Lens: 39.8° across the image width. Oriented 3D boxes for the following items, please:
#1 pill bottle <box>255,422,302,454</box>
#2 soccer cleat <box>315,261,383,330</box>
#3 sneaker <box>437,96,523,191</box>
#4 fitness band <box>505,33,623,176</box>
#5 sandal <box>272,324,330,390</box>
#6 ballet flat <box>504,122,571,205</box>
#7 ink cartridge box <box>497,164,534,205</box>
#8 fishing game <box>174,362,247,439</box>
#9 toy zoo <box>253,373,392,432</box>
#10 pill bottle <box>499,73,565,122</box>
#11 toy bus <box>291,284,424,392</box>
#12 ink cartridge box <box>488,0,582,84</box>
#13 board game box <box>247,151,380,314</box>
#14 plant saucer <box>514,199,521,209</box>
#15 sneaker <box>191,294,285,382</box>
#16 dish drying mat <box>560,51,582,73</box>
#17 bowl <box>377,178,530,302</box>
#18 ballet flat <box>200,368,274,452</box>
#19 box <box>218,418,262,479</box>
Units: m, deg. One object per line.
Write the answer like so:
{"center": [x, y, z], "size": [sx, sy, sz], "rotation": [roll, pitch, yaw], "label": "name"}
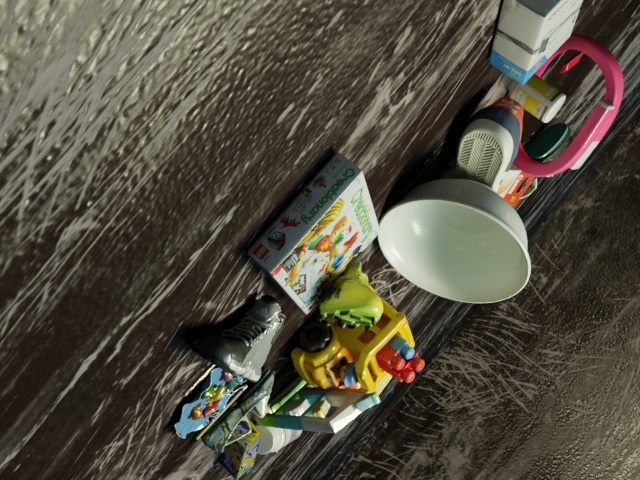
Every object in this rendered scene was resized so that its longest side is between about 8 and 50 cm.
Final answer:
{"center": [-0.101, 0.424, 1.958], "size": [0.078, 0.078, 0.137], "rotation": [-56, 162, 17], "label": "pill bottle"}
{"center": [0.049, 0.089, 1.525], "size": [0.289, 0.093, 0.121], "rotation": [154, -46, -80], "label": "soccer cleat"}
{"center": [0.315, -0.144, 1.748], "size": [0.148, 0.131, 0.350], "rotation": [-53, 173, -32], "label": "sneaker"}
{"center": [0.459, -0.259, 1.721], "size": [0.054, 0.209, 0.290], "rotation": [-12, 141, -42], "label": "fitness band"}
{"center": [-0.032, 0.250, 1.830], "size": [0.179, 0.040, 0.067], "rotation": [-47, 162, -12], "label": "sandal"}
{"center": [0.546, -0.187, 2.279], "size": [0.280, 0.095, 0.096], "rotation": [-40, 124, -13], "label": "ballet flat"}
{"center": [0.450, -0.124, 2.144], "size": [0.179, 0.045, 0.145], "rotation": [1, 133, -31], "label": "ink cartridge box"}
{"center": [-0.176, 0.268, 1.505], "size": [0.189, 0.041, 0.264], "rotation": [-45, 162, -26], "label": "fishing game"}
{"center": [0.017, 0.323, 1.822], "size": [0.293, 0.030, 0.192], "rotation": [-9, -158, 48], "label": "toy zoo"}
{"center": [0.400, -0.281, 1.677], "size": [0.065, 0.116, 0.065], "rotation": [-45, 163, -18], "label": "pill bottle"}
{"center": [0.086, 0.222, 1.728], "size": [0.220, 0.211, 0.149], "rotation": [-43, 143, -17], "label": "toy bus"}
{"center": [0.358, -0.369, 1.446], "size": [0.139, 0.082, 0.190], "rotation": [-46, 164, -15], "label": "ink cartridge box"}
{"center": [0.000, 0.000, 1.358], "size": [0.193, 0.053, 0.305], "rotation": [-48, 163, -6], "label": "board game box"}
{"center": [0.503, -0.082, 2.502], "size": [0.278, 0.041, 0.278], "rotation": [-44, 163, -17], "label": "plant saucer"}
{"center": [-0.115, 0.134, 1.333], "size": [0.132, 0.086, 0.228], "rotation": [-60, 167, -8], "label": "sneaker"}
{"center": [0.585, -0.413, 2.057], "size": [0.083, 0.008, 0.032], "rotation": [-35, 157, -41], "label": "dish drying mat"}
{"center": [0.266, -0.022, 1.678], "size": [0.298, 0.298, 0.134], "rotation": [104, 10, -56], "label": "bowl"}
{"center": [-0.142, 0.324, 1.662], "size": [0.188, 0.070, 0.070], "rotation": [-42, 162, -19], "label": "ballet flat"}
{"center": [-0.167, 0.434, 1.843], "size": [0.054, 0.059, 0.169], "rotation": [-38, 159, -33], "label": "box"}
